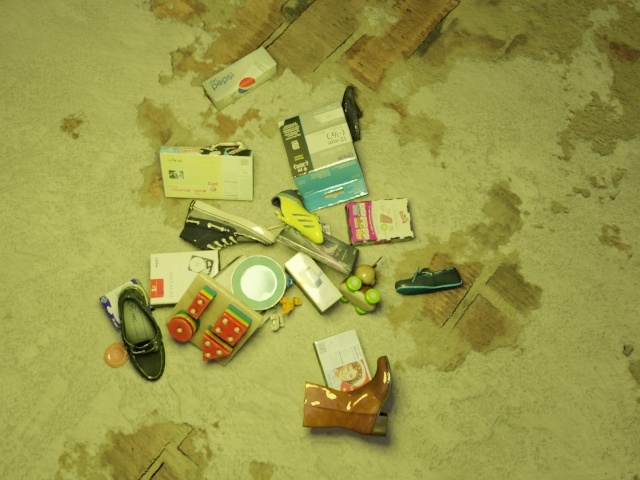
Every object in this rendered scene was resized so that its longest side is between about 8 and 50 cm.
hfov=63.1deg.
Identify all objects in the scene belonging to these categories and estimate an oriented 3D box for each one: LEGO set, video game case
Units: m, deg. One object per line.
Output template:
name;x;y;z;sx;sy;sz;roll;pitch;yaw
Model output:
LEGO set;-0.123;0.198;1.849;0.087;0.093;0.227;-12;79;36
video game case;-0.004;0.016;1.829;0.274;0.196;0.026;27;114;2

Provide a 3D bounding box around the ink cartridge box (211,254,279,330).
ink cartridge box;-0.274;0.196;1.808;0.189;0.066;0.232;-44;112;-40

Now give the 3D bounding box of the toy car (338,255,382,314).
toy car;0.168;0.145;1.859;0.149;0.155;0.188;34;64;4

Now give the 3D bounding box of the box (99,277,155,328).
box;-0.665;0.218;1.801;0.137;0.072;0.126;-32;82;-12

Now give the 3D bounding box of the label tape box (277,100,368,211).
label tape box;0.009;-0.309;1.937;0.249;0.115;0.347;-17;77;8

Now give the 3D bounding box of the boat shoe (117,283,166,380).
boat shoe;-0.588;0.316;1.716;0.127;0.113;0.340;-9;99;-14

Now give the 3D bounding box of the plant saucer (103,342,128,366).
plant saucer;-0.699;0.392;1.787;0.084;0.013;0.083;1;76;-5

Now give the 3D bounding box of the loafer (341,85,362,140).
loafer;0.123;-0.494;2.041;0.078;0.076;0.223;2;81;-10

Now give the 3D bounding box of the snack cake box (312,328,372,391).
snack cake box;0.086;0.454;1.800;0.152;0.089;0.264;-16;79;-10

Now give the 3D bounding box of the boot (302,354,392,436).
boot;0.088;0.495;1.717;0.281;0.096;0.264;8;85;4

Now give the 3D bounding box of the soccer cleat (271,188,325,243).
soccer cleat;-0.081;-0.074;1.836;0.121;0.093;0.289;-21;48;-18

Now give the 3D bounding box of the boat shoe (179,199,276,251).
boat shoe;-0.336;-0.012;1.863;0.341;0.127;0.158;21;80;12

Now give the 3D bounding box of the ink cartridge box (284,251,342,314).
ink cartridge box;-0.030;0.148;1.829;0.093;0.154;0.212;-37;83;-10

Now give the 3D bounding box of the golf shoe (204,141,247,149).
golf shoe;-0.406;-0.317;1.929;0.273;0.120;0.105;-16;80;-7

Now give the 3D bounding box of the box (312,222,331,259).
box;0.000;0.000;1.933;0.081;0.028;0.136;-8;79;-6

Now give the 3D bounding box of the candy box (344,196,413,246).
candy box;0.216;-0.068;1.945;0.234;0.071;0.159;-5;77;-5

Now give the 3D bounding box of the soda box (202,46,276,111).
soda box;-0.311;-0.627;2.024;0.286;0.091;0.098;-35;82;-12

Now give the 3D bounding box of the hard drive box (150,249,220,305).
hard drive box;-0.469;0.136;1.829;0.232;0.089;0.181;-4;76;-6

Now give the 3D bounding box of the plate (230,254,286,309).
plate;-0.213;0.144;1.784;0.188;0.024;0.188;2;80;-11

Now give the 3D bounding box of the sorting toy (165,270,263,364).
sorting toy;-0.366;0.278;1.713;0.257;0.089;0.255;37;118;-4

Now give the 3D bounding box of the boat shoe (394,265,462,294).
boat shoe;0.385;0.144;1.907;0.258;0.109;0.089;-2;69;-22

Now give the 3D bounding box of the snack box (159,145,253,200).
snack box;-0.404;-0.241;1.879;0.322;0.187;0.060;2;38;-5

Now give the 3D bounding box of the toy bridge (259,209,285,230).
toy bridge;-0.146;-0.087;1.942;0.188;0.026;0.063;-44;84;-13
